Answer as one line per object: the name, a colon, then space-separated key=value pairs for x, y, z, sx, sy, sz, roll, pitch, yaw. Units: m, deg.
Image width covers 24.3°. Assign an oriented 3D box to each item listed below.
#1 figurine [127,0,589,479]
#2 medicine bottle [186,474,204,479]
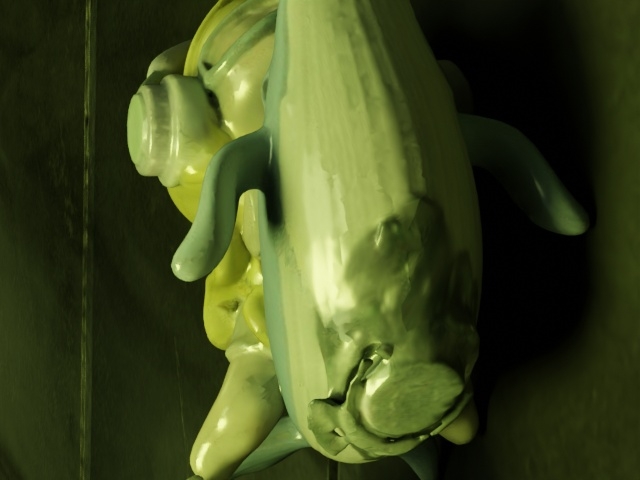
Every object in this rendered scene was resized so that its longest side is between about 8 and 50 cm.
figurine: x=0.000 y=0.000 z=0.498 sx=0.184 sy=0.128 sz=0.209 roll=-121 pitch=31 yaw=-55
medicine bottle: x=-0.012 y=0.194 z=0.510 sx=0.201 sy=0.052 sz=0.171 roll=50 pitch=149 yaw=13
